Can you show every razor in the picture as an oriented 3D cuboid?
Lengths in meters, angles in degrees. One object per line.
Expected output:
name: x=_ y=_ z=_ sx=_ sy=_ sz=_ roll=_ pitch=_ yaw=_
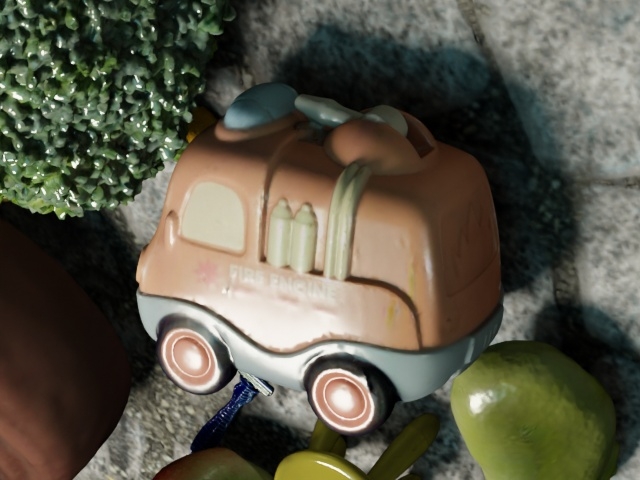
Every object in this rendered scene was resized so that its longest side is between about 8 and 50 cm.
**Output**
razor: x=-0.086 y=0.162 z=1.499 sx=0.044 sy=0.028 sz=0.154 roll=40 pitch=134 yaw=4

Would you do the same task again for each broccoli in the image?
broccoli: x=-0.224 y=-0.193 z=1.163 sx=0.277 sy=0.338 sz=0.317 roll=-36 pitch=76 yaw=16

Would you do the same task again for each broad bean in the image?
broad bean: x=0.174 y=0.154 z=1.261 sx=0.124 sy=0.082 sz=0.174 roll=-12 pitch=132 yaw=9

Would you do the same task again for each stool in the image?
stool: x=0.032 y=0.200 z=1.391 sx=0.134 sy=0.110 sz=0.135 roll=-19 pitch=111 yaw=43

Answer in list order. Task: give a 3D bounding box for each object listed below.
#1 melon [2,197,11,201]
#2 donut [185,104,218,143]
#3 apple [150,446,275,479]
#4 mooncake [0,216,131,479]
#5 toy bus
melon: x=-0.303 y=-0.106 z=1.412 sx=0.160 sy=0.079 sz=0.128 roll=29 pitch=135 yaw=13
donut: x=-0.111 y=-0.078 z=1.332 sx=0.067 sy=0.038 sz=0.083 roll=-26 pitch=103 yaw=40
apple: x=-0.104 y=0.304 z=1.489 sx=0.188 sy=0.174 sz=0.207 roll=-42 pitch=59 yaw=53
mooncake: x=-0.354 y=0.094 z=1.501 sx=0.334 sy=0.174 sz=0.326 roll=-2 pitch=133 yaw=47
toy bus: x=0.000 y=0.000 z=1.215 sx=0.288 sy=0.194 sz=0.232 roll=15 pitch=121 yaw=25
